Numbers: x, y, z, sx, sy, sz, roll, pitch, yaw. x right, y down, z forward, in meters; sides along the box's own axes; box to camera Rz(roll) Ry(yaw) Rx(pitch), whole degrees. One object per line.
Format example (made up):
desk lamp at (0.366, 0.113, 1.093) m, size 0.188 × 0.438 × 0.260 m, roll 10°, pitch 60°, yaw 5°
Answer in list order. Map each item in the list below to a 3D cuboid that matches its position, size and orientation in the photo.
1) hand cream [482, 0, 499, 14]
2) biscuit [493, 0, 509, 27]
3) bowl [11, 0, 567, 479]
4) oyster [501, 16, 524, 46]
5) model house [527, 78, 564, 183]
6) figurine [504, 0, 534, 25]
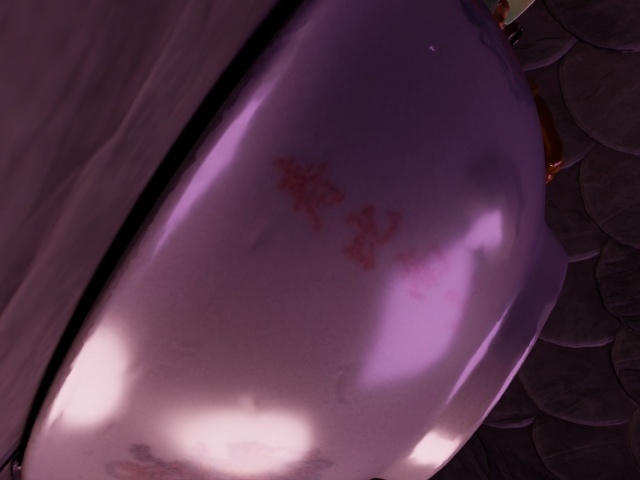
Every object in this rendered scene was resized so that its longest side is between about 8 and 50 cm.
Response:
hand cream at (0.120, -0.221, 0.624) m, size 0.256 × 0.055 × 0.088 m, roll -62°, pitch -176°, yaw -21°
biscuit at (0.112, -0.165, 0.938) m, size 0.340 × 0.047 × 0.216 m, roll -63°, pitch -171°, yaw -22°
bowl at (0.020, 0.020, 0.470) m, size 0.345 × 0.157 × 0.345 m, roll -57°, pitch 177°, yaw -4°
oyster at (0.243, -0.344, 1.190) m, size 0.345 × 0.078 × 0.128 m, roll -58°, pitch -161°, yaw -16°
model house at (0.166, -0.106, 1.085) m, size 0.199 × 0.219 × 0.229 m, roll 92°, pitch 24°, yaw -67°
figurine at (0.222, -0.316, 1.023) m, size 0.187 × 0.083 × 0.083 m, roll -59°, pitch 176°, yaw 36°
